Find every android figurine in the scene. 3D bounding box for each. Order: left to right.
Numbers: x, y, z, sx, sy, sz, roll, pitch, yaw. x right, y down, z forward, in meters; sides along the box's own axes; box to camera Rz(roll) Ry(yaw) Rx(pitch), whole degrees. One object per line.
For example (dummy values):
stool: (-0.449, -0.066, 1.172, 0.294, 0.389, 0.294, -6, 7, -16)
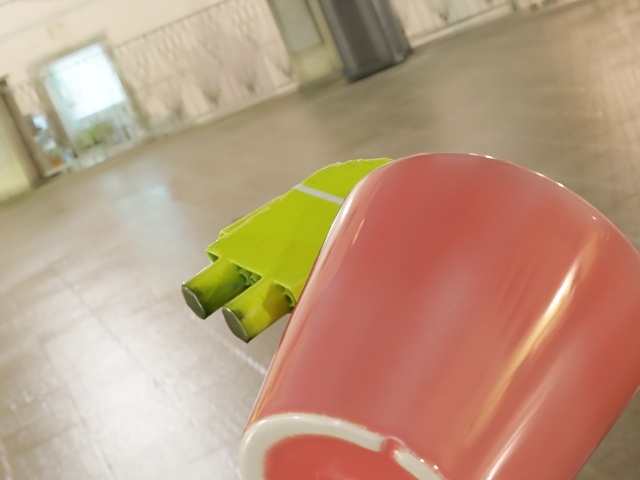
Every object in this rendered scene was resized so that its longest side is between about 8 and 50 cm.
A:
android figurine: (0.000, 0.000, 1.259, 0.273, 0.056, 0.248, -35, 29, -24)

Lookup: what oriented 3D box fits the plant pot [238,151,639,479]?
plant pot: (0.082, 0.110, 0.925, 0.275, 0.275, 0.243, -11, 31, 42)
